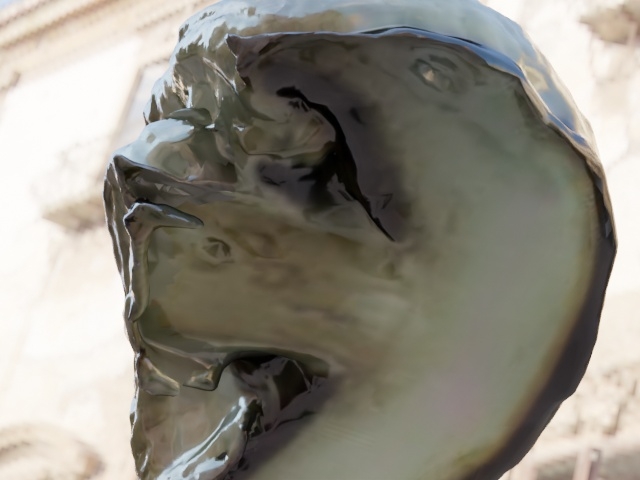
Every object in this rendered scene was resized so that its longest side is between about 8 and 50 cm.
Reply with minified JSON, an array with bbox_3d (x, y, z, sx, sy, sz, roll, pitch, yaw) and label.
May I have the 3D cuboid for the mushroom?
[{"bbox_3d":[0.008,-0.003,0.816,0.189,0.164,0.267,-6,-55,-6],"label":"mushroom"}]
